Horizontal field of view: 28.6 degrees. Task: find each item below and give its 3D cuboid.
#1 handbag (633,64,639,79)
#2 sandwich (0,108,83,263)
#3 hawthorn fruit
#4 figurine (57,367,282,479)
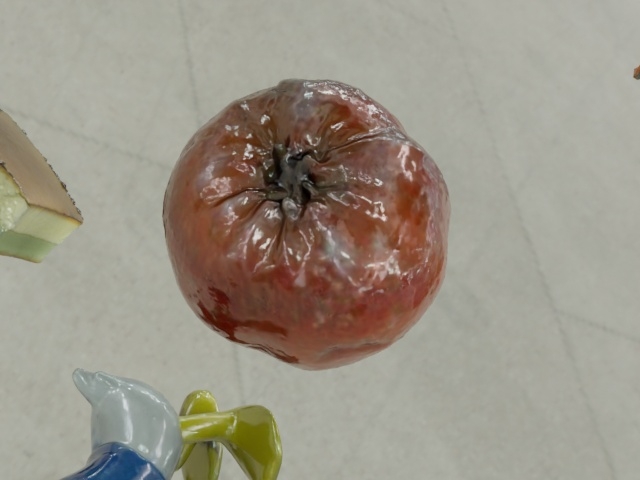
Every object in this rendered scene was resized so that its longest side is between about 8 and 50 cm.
[{"bbox_3d":[0.432,-0.187,0.790,0.303,0.410,0.116,-9,68,-48],"label":"handbag"},{"bbox_3d":[-0.445,-0.088,1.680,0.220,0.108,0.186,52,9,19],"label":"sandwich"},{"bbox_3d":[0.000,0.000,1.064,0.271,0.242,0.242,61,4,-63],"label":"hawthorn fruit"},{"bbox_3d":[-0.215,0.255,1.093,0.338,0.204,0.283,5,66,-31],"label":"figurine"}]
